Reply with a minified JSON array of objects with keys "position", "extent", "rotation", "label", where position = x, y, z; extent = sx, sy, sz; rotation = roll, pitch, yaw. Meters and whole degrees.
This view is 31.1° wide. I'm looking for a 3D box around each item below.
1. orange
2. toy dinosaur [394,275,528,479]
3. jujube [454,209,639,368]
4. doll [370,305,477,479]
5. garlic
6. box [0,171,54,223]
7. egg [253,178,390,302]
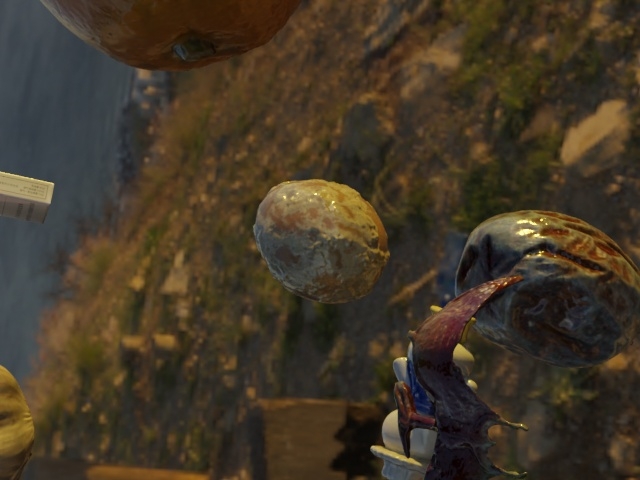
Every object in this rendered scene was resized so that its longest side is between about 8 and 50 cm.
[{"position":[-0.140,-0.309,1.077],"extent":[0.312,0.312,0.312],"rotation":[-173,90,-69],"label":"orange"},{"position":[0.183,0.228,1.334],"extent":[0.206,0.113,0.327],"rotation":[-35,68,50],"label":"toy dinosaur"},{"position":[0.366,0.073,1.866],"extent":[0.246,0.308,0.215],"rotation":[-46,25,25],"label":"jujube"},{"position":[0.160,0.248,1.739],"extent":[0.119,0.138,0.293],"rotation":[28,-102,-68],"label":"doll"},{"position":[-0.651,0.347,2.044],"extent":[0.317,0.259,0.317],"rotation":[-8,81,61],"label":"garlic"},{"position":[-0.462,-0.067,1.629],"extent":[0.084,0.154,0.040],"rotation":[138,142,-64],"label":"box"},{"position":[0.000,0.000,1.919],"extent":[0.203,0.245,0.203],"rotation":[-49,-16,-20],"label":"egg"}]
